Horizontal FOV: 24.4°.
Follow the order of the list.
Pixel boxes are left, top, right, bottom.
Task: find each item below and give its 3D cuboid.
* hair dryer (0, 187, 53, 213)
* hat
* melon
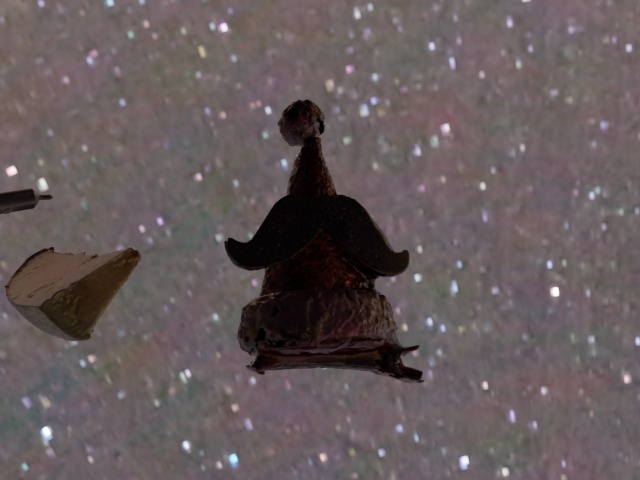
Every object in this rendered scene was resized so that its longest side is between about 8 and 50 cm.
[{"bbox_3d":[-0.273,-0.023,1.213,0.114,0.037,0.063,-12,-120,-28],"label":"hair dryer"},{"bbox_3d":[0.003,-0.001,1.157,0.140,0.129,0.227,-4,-100,8],"label":"hat"},{"bbox_3d":[-0.235,0.039,1.315,0.098,0.054,0.182,-50,-154,-23],"label":"melon"}]
